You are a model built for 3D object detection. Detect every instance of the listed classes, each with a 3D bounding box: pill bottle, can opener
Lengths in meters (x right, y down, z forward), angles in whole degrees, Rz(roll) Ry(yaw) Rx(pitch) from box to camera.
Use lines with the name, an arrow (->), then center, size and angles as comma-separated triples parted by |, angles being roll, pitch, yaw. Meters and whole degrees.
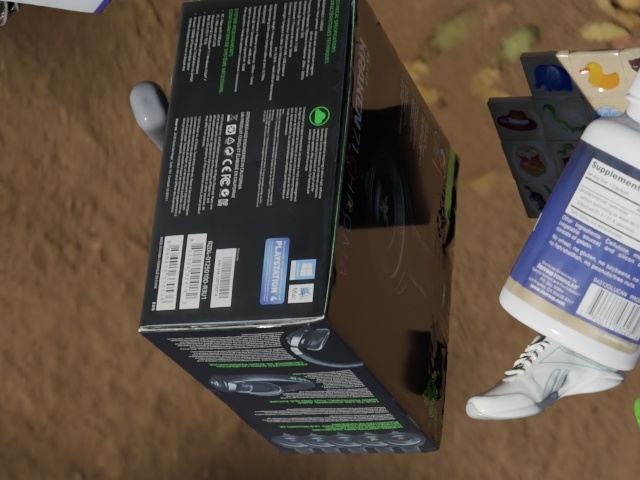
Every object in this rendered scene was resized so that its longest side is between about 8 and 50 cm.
pill bottle -> 0.185, -0.016, 1.025 | 0.094, 0.094, 0.169 | 25, 97, -19
can opener -> -0.109, -0.107, 1.553 | 0.076, 0.283, 0.095 | -21, 72, 5

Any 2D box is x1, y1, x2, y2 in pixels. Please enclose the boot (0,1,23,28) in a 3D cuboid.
boot -> -0.268, -0.207, 1.421 | 0.229, 0.263, 0.091 | -27, 122, 18

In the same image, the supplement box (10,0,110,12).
supplement box -> -0.183, -0.271, 1.085 | 0.114, 0.220, 0.111 | 3, 151, -35

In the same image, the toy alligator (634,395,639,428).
toy alligator -> 0.215, 0.118, 0.750 | 0.051, 0.190, 0.056 | -38, 139, -8

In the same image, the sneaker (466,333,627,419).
sneaker -> 0.181, 0.108, 1.414 | 0.152, 0.054, 0.061 | -17, 96, -27

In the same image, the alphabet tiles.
alphabet tiles -> 0.247, -0.062, 1.278 | 0.237, 0.009, 0.198 | 1, 132, 32

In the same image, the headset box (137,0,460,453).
headset box -> 0.000, 0.000, 1.208 | 0.131, 0.246, 0.283 | -3, 154, 19
